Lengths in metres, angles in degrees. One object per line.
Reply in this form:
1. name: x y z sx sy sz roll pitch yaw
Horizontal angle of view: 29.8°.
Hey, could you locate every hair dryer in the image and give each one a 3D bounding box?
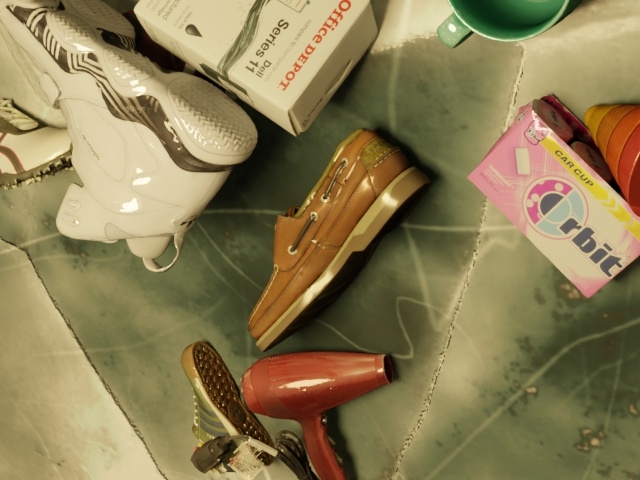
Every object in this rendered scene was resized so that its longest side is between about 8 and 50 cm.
1. hair dryer: -0.008 0.231 1.515 0.223 0.080 0.293 30 123 -10

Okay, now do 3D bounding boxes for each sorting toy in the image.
1. sorting toy: 0.320 -0.207 1.108 0.126 0.127 0.365 41 131 46

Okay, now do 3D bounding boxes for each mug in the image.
1. mug: 0.181 -0.261 1.148 0.158 0.097 0.129 -3 111 33

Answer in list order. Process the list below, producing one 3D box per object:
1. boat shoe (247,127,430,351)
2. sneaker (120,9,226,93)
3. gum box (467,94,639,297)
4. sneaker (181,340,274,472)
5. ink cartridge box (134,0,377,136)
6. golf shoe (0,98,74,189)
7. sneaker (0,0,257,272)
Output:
1. boat shoe: 0.000 0.000 1.387 0.104 0.111 0.307 46 118 10
2. sneaker: -0.205 -0.168 1.437 0.162 0.106 0.281 33 115 20
3. gum box: 0.251 -0.049 1.228 0.188 0.062 0.107 45 127 5
4. sneaker: -0.146 0.231 1.601 0.086 0.064 0.192 -27 100 32
5. ink cartridge box: -0.065 -0.233 1.274 0.208 0.087 0.153 34 83 13
6. golf shoe: -0.405 -0.127 1.569 0.273 0.105 0.120 -7 101 33
7. sneaker: -0.253 -0.129 1.330 0.366 0.137 0.210 36 113 18
